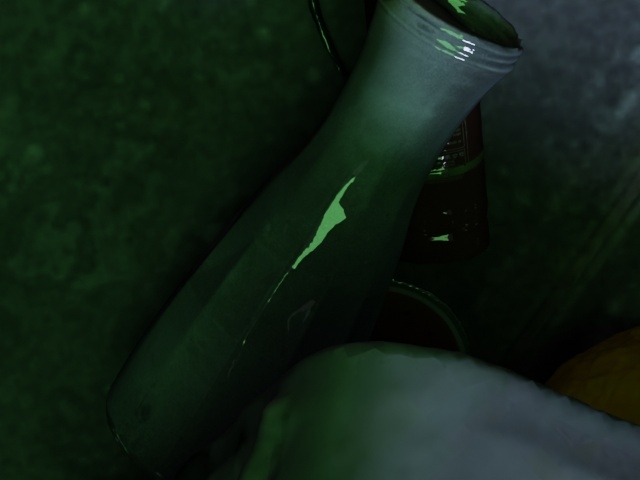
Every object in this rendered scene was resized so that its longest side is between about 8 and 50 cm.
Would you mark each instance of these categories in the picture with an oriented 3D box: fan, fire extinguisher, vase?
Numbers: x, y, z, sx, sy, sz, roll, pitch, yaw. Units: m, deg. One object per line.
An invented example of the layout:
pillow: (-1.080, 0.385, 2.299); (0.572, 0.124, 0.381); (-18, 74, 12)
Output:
fan: (-0.001, 0.054, 0.842); (0.133, 0.005, 0.085); (5, 107, -7)
fire extinguisher: (0.034, -0.071, 0.789); (0.078, 0.045, 0.157); (1, 110, 18)
vase: (0.000, 0.000, 0.760); (0.086, 0.086, 0.214); (26, 112, -12)

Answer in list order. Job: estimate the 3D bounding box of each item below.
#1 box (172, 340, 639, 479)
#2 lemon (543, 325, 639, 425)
box: (0.103, 0.197, 0.724); (0.396, 0.396, 0.111); (25, 59, -12)
lemon: (0.158, 0.110, 0.803); (0.187, 0.142, 0.142); (12, 106, -1)
